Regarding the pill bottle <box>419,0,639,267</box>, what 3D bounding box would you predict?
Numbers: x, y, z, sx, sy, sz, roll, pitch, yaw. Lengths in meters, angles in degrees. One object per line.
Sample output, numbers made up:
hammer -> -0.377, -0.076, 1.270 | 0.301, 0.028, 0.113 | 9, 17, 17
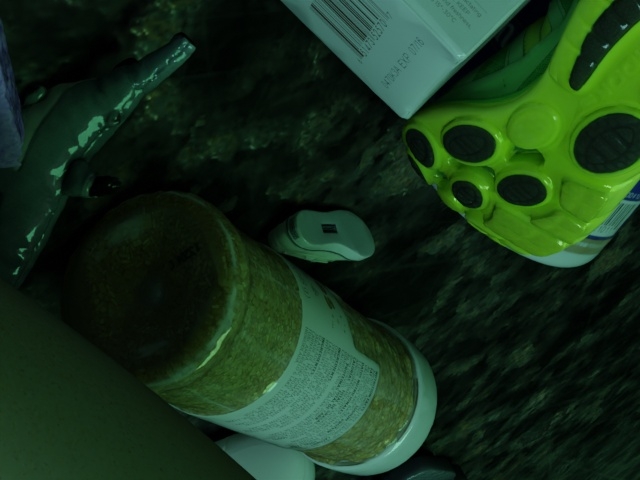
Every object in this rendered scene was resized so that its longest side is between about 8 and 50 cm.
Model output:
pill bottle -> 0.185, -0.125, 0.738 | 0.153, 0.153, 0.265 | 1, 132, -50

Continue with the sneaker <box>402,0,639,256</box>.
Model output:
sneaker -> 0.143, -0.080, 0.593 | 0.123, 0.109, 0.295 | -45, -176, -29

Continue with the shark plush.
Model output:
shark plush -> -0.121, -0.038, 0.592 | 0.161, 0.067, 0.073 | -37, 151, -5

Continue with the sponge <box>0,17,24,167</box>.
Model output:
sponge -> -0.179, -0.098, 0.426 | 0.117, 0.031, 0.210 | -4, 146, -7

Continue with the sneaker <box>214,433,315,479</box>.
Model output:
sneaker -> -0.132, 0.233, 0.922 | 0.290, 0.106, 0.123 | -32, 153, -10

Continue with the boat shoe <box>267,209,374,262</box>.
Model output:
boat shoe -> 0.000, 0.000, 0.830 | 0.035, 0.035, 0.100 | -23, 166, 31

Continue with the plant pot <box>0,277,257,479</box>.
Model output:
plant pot -> -0.139, 0.127, 0.449 | 0.256, 0.274, 0.256 | -31, -165, 9

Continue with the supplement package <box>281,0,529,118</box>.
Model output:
supplement package -> 0.074, -0.161, 0.542 | 0.179, 0.105, 0.105 | -46, 180, -12

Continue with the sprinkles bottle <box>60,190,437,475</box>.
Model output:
sprinkles bottle -> -0.029, 0.079, 0.809 | 0.121, 0.121, 0.355 | -42, 151, 6

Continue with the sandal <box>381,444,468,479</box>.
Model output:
sandal -> 0.101, 0.263, 1.308 | 0.097, 0.054, 0.254 | -33, 161, 2
